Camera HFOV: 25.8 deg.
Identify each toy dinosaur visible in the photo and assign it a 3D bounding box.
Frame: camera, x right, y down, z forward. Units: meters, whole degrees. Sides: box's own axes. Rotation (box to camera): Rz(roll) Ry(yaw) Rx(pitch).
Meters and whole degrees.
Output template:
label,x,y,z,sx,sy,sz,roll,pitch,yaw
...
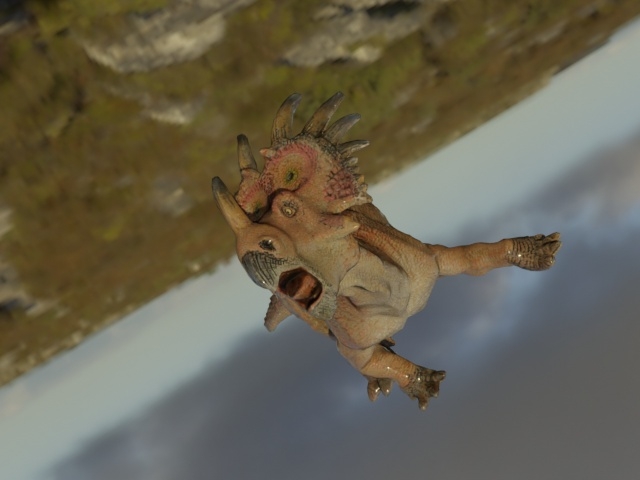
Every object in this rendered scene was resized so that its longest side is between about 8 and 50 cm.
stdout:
label,x,y,z,sx,sy,sz,roll,pitch,yaw
toy dinosaur,0.000,0.000,0.843,0.127,0.200,0.296,-61,-162,-10
